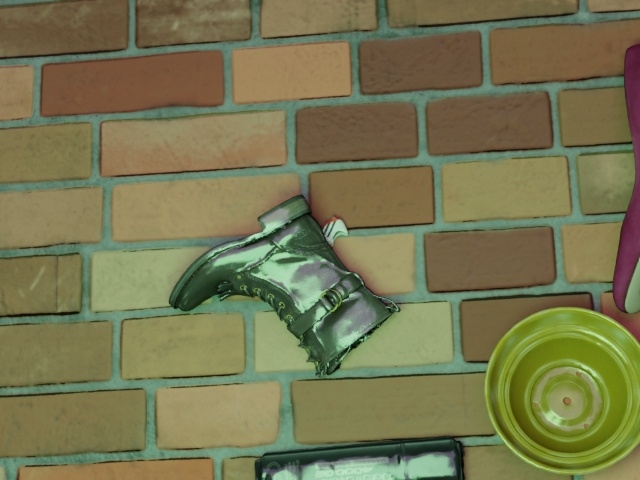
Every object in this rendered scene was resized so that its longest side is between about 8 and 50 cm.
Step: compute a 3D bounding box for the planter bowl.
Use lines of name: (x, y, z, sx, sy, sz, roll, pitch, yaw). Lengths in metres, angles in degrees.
planter bowl: (0.323, 0.202, 1.890, 0.217, 0.090, 0.217, -2, 73, 7)

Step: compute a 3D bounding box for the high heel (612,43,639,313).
high heel: (0.438, -0.090, 1.978, 0.181, 0.127, 0.377, 19, 80, 42)

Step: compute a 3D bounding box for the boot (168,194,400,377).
boot: (-0.053, 0.089, 1.974, 0.263, 0.091, 0.229, -35, 84, 10)

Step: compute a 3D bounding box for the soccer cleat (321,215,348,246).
soccer cleat: (0.000, 0.000, 2.024, 0.083, 0.029, 0.035, -34, 68, -8)

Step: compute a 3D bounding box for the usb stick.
usb stick: (0.053, 0.307, 1.918, 0.278, 0.045, 0.077, -6, 80, 5)
